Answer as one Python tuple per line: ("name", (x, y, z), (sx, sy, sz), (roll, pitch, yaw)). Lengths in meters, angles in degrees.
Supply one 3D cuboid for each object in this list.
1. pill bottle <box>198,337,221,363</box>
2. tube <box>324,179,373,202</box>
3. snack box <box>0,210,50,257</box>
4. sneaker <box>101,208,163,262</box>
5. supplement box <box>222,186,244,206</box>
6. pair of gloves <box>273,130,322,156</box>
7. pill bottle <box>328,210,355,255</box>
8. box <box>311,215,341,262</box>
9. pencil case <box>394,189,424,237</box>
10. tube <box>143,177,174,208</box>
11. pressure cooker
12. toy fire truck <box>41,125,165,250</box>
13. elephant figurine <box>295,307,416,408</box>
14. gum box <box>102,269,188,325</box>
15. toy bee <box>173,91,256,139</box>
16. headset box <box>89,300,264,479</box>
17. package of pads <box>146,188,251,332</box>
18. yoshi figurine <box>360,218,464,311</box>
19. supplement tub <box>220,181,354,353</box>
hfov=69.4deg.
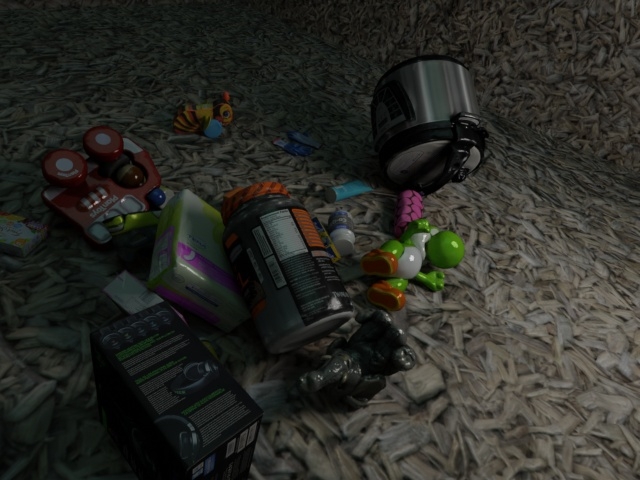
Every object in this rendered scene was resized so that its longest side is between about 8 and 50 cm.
("pill bottle", (-0.228, 0.256, 0.916), (0.065, 0.065, 0.116), (-13, 45, -32))
("tube", (0.100, -0.177, 1.603), (0.080, 0.052, 0.207), (41, 39, 24))
("snack box", (-0.751, -0.018, 1.111), (0.141, 0.037, 0.100), (15, 38, 0))
("sneaker", (-0.410, -0.019, 1.182), (0.111, 0.121, 0.300), (-4, 7, 33))
("supplement box", (-0.173, -0.067, 1.339), (0.233, 0.078, 0.080), (28, 39, 17))
("pair of gloves", (-0.084, -0.387, 1.828), (0.159, 0.023, 0.198), (26, 39, 14))
("pill bottle", (0.062, -0.021, 1.360), (0.078, 0.078, 0.137), (9, 37, -8))
("box", (0.000, 0.000, 1.281), (0.054, 0.059, 0.169), (-31, 33, 1))
("pencil case", (0.294, -0.083, 1.517), (0.098, 0.095, 0.209), (38, 37, -14))
("tube", (-0.537, -0.164, 1.363), (0.240, 0.062, 0.070), (26, 3, 20))
("pressure cooker", (0.377, -0.372, 1.602), (0.376, 0.370, 0.420), (-10, 70, 19))
("toy fire truck", (-0.560, -0.139, 1.227), (0.254, 0.169, 0.302), (39, 52, -1))
("elephant figurine", (0.060, 0.259, 0.952), (0.239, 0.186, 0.169), (-35, 19, -16))
("gum box", (-0.349, 0.155, 0.956), (0.188, 0.107, 0.062), (32, 62, 22))
("toy bee", (-0.396, -0.479, 1.726), (0.298, 0.162, 0.195), (-16, 45, -34))
("headset box", (-0.241, 0.274, 0.737), (0.131, 0.246, 0.283), (-24, 52, -41))
("package of pads", (-0.272, 0.037, 1.066), (0.229, 0.101, 0.296), (41, 22, -34))
("yoshi figurine", (0.278, 0.047, 1.273), (0.203, 0.203, 0.362), (46, 42, 12))
("supplement tub", (-0.084, 0.054, 1.008), (0.207, 0.207, 0.338), (-13, 66, -32))
